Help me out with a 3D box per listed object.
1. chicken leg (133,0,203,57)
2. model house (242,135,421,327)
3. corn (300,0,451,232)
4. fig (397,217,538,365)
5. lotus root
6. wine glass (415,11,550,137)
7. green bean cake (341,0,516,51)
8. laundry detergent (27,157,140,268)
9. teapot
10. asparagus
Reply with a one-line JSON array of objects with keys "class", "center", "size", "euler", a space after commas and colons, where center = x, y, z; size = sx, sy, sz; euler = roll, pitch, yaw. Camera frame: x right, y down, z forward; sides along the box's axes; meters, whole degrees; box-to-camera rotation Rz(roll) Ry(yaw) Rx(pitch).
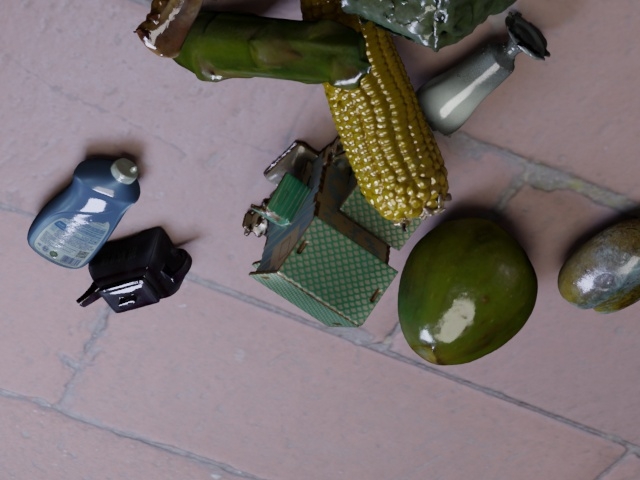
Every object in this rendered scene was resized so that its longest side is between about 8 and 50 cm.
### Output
[{"class": "chicken leg", "center": [-0.040, -0.329, 1.187], "size": [0.295, 0.182, 0.409], "euler": [10, 134, -32]}, {"class": "model house", "center": [0.000, 0.000, 1.465], "size": [0.178, 0.206, 0.271], "euler": [36, 128, -24]}, {"class": "corn", "center": [0.056, -0.159, 1.333], "size": [0.106, 0.106, 0.305], "euler": [-18, 108, 23]}, {"class": "fig", "center": [0.184, 0.072, 1.536], "size": [0.181, 0.191, 0.181], "euler": [27, 164, 8]}, {"class": "lotus root", "center": [0.394, 0.026, 1.517], "size": [0.113, 0.088, 0.192], "euler": [19, 134, -32]}, {"class": "wine glass", "center": [0.184, -0.189, 1.355], "size": [0.072, 0.072, 0.155], "euler": [35, 127, -23]}, {"class": "green bean cake", "center": [0.140, -0.328, 1.106], "size": [0.132, 0.255, 0.241], "euler": [29, 137, 34]}, {"class": "laundry detergent", "center": [-0.306, -0.044, 1.565], "size": [0.097, 0.061, 0.206], "euler": [37, 128, -16]}, {"class": "teapot", "center": [-0.258, 0.055, 1.628], "size": [0.177, 0.096, 0.087], "euler": [-15, 129, 20]}, {"class": "asparagus", "center": [-0.044, -0.207, 1.274], "size": [0.343, 0.085, 0.082], "euler": [12, 106, 47]}]
